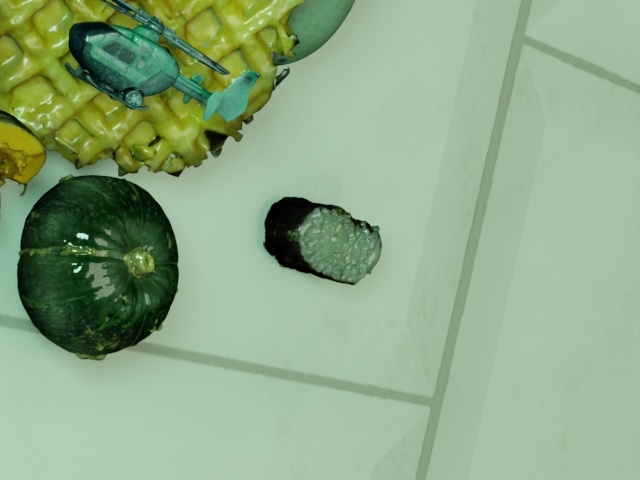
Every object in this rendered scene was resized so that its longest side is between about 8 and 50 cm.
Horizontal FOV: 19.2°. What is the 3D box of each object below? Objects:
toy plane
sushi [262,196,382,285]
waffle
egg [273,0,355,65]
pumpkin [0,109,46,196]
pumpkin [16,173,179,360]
[{"bbox_3d":[-0.168,-0.173,1.873,0.235,0.060,0.096,28,91,-34],"label":"toy plane"},{"bbox_3d":[0.000,0.000,2.247,0.150,0.078,0.091,19,90,-47],"label":"sushi"},{"bbox_3d":[-0.185,-0.240,1.905,0.382,0.095,0.380,7,114,-29],"label":"waffle"},{"bbox_3d":[-0.036,-0.305,2.086,0.169,0.169,0.236,38,71,-43],"label":"egg"},{"bbox_3d":[-0.353,-0.061,1.849,0.119,0.108,0.183,28,108,-39],"label":"pumpkin"},{"bbox_3d":[-0.230,0.026,1.966,0.190,0.146,0.190,-27,127,-42],"label":"pumpkin"}]
